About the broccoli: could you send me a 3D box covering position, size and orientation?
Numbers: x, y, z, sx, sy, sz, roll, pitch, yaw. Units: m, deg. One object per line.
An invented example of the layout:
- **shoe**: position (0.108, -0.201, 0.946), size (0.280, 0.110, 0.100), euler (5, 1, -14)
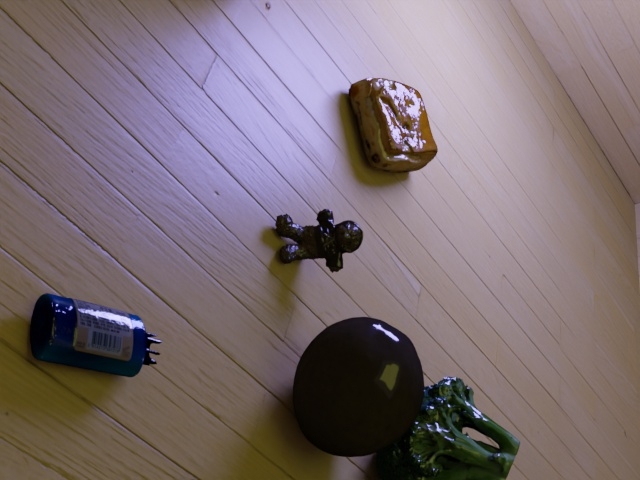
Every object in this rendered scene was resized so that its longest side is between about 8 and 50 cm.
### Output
- **broccoli**: position (0.224, 0.393, 1.517), size (0.265, 0.245, 0.294), euler (41, 65, -63)

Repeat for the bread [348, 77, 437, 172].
- **bread**: position (0.172, -0.258, 1.883), size (0.235, 0.099, 0.210), euler (-1, 74, -54)

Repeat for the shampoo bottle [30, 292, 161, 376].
- **shampoo bottle**: position (-0.286, 0.127, 1.090), size (0.183, 0.050, 0.087), euler (23, 53, -47)

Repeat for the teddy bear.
- **teddy bear**: position (-0.004, 0.003, 1.520), size (0.161, 0.078, 0.119), euler (-3, 75, -15)

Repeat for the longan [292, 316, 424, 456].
- **longan**: position (0.061, 0.243, 1.383), size (0.248, 0.248, 0.248), euler (29, 51, -44)
